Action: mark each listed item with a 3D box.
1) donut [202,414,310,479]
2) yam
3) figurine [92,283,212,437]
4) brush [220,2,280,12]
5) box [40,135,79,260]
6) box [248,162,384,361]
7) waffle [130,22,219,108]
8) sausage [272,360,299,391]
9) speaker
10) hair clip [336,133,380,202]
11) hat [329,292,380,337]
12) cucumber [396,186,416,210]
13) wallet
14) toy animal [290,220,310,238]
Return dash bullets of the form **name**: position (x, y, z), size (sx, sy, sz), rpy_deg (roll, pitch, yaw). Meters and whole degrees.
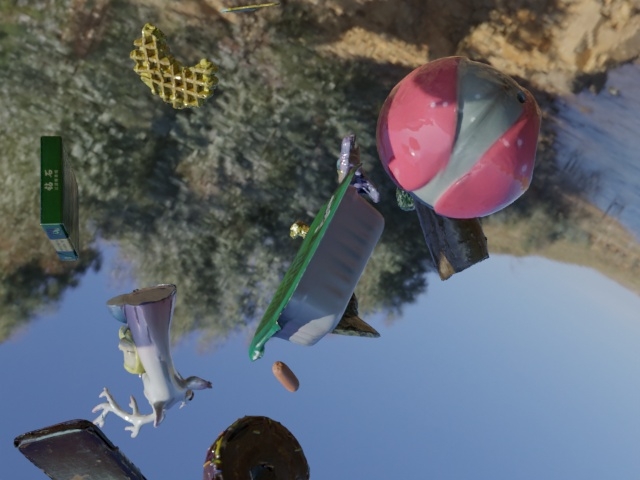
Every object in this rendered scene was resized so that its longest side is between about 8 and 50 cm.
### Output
- **donut**: position (-0.138, 0.458, 1.565), size (0.216, 0.096, 0.230), rpy_deg (44, -131, -17)
- **yam**: position (0.273, -0.041, 1.707), size (0.129, 0.238, 0.128), rpy_deg (-23, -174, -42)
- **figurine**: position (-0.356, 0.256, 1.695), size (0.206, 0.315, 0.284), rpy_deg (-12, -172, -38)
- **brush**: position (-0.153, -0.546, 1.875), size (0.083, 0.011, 0.205), rpy_deg (-14, -163, -31)
- **box**: position (-0.393, -0.057, 1.214), size (0.034, 0.132, 0.235), rpy_deg (-2, 168, -12)
- **box**: position (0.007, 0.055, 1.402), size (0.106, 0.336, 0.264), rpy_deg (30, 154, -5)
- **waffle**: position (-0.298, -0.354, 1.645), size (0.194, 0.149, 0.051), rpy_deg (42, -143, -1)
- **sausage**: position (-0.072, 0.284, 1.676), size (0.083, 0.034, 0.034), rpy_deg (55, 174, -36)
- **speaker**: position (0.239, -0.185, 1.414), size (0.294, 0.294, 0.294), rpy_deg (29, -169, -6)
- **hair clip**: position (0.083, -0.193, 2.110), size (0.090, 0.137, 0.278), rpy_deg (-7, -144, -8)
- **hat**: position (0.026, 0.179, 2.082), size (0.266, 0.128, 0.265), rpy_deg (4, 168, 1)
- **cucumber**: position (0.262, -0.176, 2.036), size (0.096, 0.096, 0.359), rpy_deg (32, 156, 8)
- **wallet**: position (-0.326, 0.330, 1.151), size (0.031, 0.122, 0.232), rpy_deg (-94, -14, -46)
- **toy animal**: position (0.000, 0.000, 1.849), size (0.136, 0.073, 0.181), rpy_deg (59, 164, 0)
